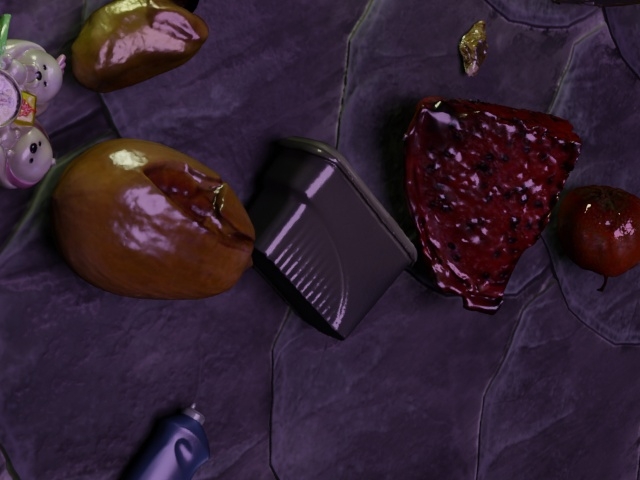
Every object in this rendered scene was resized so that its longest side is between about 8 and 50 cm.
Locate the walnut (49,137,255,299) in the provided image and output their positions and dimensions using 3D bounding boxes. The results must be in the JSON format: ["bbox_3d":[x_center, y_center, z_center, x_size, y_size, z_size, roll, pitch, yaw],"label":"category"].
[{"bbox_3d":[-0.205,-0.019,1.578,0.297,0.203,0.203,25,80,-40],"label":"walnut"}]

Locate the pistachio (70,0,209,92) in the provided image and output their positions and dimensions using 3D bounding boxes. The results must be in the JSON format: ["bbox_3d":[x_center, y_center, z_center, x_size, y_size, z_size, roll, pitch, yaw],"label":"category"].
[{"bbox_3d":[-0.235,-0.250,1.569,0.189,0.110,0.100,-27,83,-21],"label":"pistachio"}]

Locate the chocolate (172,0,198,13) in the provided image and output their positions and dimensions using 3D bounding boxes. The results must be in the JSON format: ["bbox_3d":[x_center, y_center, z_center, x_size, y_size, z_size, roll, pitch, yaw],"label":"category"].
[{"bbox_3d":[-0.191,-0.358,1.592,0.080,0.125,0.149,12,93,-23],"label":"chocolate"}]

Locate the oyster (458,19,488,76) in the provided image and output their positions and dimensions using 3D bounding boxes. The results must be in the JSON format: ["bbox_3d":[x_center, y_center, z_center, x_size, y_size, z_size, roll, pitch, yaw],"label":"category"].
[{"bbox_3d":[0.251,-0.311,2.007,0.051,0.034,0.093,-4,94,-46],"label":"oyster"}]

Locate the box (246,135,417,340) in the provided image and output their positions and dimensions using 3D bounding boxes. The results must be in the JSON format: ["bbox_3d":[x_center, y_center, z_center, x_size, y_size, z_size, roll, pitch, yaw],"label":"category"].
[{"bbox_3d":[0.000,0.000,1.783,0.178,0.138,0.274,-52,124,-16],"label":"box"}]

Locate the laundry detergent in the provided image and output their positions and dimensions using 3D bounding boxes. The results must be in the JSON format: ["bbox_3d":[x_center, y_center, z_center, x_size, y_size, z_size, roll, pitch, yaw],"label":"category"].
[{"bbox_3d":[-0.214,0.317,1.696,0.096,0.061,0.206,37,72,-28],"label":"laundry detergent"}]

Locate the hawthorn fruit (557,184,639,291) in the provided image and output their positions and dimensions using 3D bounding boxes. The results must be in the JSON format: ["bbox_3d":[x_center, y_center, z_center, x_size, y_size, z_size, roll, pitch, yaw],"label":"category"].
[{"bbox_3d":[0.495,0.000,2.176,0.157,0.157,0.194,-24,118,-35],"label":"hawthorn fruit"}]

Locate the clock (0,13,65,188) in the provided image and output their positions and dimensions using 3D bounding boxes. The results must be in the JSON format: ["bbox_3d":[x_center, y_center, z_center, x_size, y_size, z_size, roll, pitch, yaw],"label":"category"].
[{"bbox_3d":[-0.377,-0.153,1.470,0.144,0.103,0.231,7,90,-31],"label":"clock"}]

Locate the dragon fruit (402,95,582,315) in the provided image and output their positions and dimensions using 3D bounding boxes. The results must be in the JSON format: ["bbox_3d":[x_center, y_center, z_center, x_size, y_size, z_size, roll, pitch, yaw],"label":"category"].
[{"bbox_3d":[0.229,-0.074,1.990,0.286,0.228,0.329,11,111,-9],"label":"dragon fruit"}]

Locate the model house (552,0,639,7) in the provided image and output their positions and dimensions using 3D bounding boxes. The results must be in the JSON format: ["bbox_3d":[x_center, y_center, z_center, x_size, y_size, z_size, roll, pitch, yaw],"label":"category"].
[{"bbox_3d":[0.513,-0.472,2.083,0.207,0.219,0.136,-4,93,-39],"label":"model house"}]
